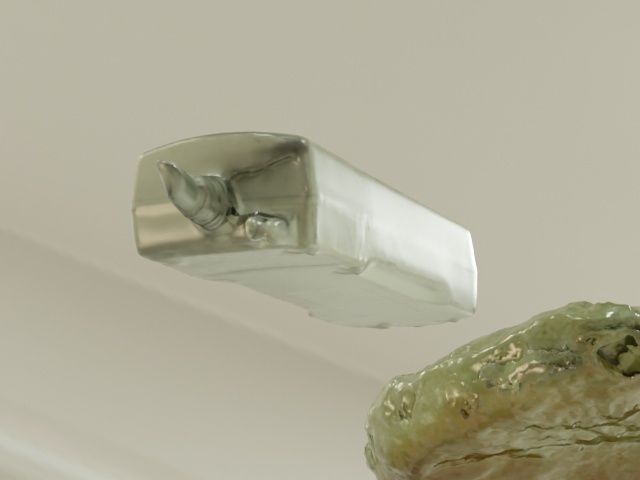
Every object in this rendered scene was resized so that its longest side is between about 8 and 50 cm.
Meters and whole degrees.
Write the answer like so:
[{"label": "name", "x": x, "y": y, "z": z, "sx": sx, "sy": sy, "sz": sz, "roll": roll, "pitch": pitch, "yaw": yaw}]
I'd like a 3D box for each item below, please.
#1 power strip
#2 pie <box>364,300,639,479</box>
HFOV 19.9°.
[{"label": "power strip", "x": 0.000, "y": 0.000, "z": 0.494, "sx": 0.047, "sy": 0.191, "sz": 0.030, "roll": -5, "pitch": -101, "yaw": 21}, {"label": "pie", "x": 0.171, "y": 0.116, "z": 1.059, "sx": 0.306, "sy": 0.071, "sz": 0.306, "roll": -3, "pitch": -36, "yaw": -2}]
